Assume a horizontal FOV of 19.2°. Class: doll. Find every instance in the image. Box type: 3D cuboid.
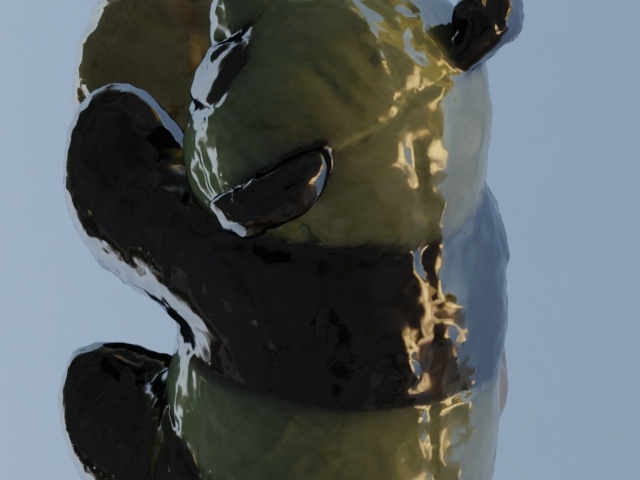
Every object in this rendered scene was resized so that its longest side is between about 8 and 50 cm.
[{"bbox_3d":[0.000,0.017,0.625,0.135,0.143,0.234,30,-56,51],"label":"doll"}]

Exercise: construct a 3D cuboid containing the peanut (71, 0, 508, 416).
[{"bbox_3d":[0.000,0.000,0.821,0.120,0.298,0.136,-47,-135,-16],"label":"peanut"}]
